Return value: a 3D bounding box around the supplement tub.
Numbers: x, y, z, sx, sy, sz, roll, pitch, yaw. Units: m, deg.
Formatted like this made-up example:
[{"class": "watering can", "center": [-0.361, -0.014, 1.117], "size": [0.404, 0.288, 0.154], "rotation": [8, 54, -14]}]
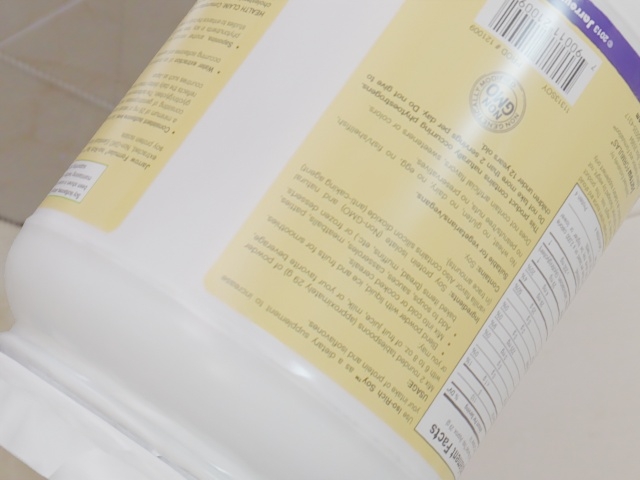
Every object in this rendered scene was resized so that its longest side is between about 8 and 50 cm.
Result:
[{"class": "supplement tub", "center": [0.000, 0.000, 0.670], "size": [0.241, 0.241, 0.331], "rotation": [43, 76, -31]}]
